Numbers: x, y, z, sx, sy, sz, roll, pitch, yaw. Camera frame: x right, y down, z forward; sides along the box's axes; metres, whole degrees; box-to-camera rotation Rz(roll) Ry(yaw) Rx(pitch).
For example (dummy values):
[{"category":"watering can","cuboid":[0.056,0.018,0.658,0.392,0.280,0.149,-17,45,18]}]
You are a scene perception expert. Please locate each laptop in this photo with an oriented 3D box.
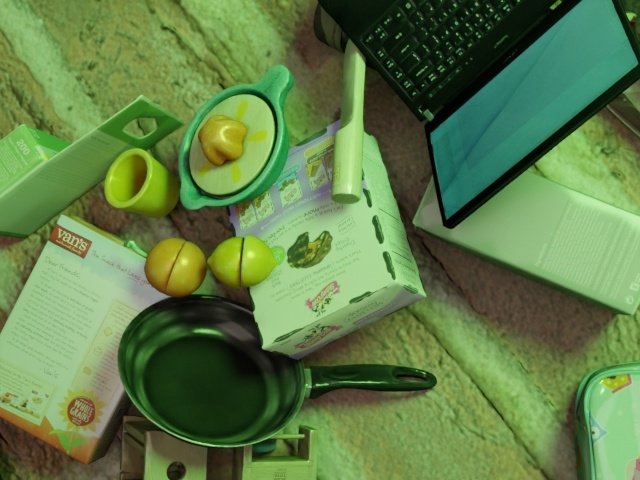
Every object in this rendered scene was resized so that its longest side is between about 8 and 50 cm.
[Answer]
[{"category":"laptop","cuboid":[0.129,-0.191,1.008,0.234,0.136,0.264,-41,88,30]}]

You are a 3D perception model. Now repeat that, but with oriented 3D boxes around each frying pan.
[{"category":"frying pan","cuboid":[-0.059,0.127,1.191,0.326,0.053,0.197,-10,51,-32]}]

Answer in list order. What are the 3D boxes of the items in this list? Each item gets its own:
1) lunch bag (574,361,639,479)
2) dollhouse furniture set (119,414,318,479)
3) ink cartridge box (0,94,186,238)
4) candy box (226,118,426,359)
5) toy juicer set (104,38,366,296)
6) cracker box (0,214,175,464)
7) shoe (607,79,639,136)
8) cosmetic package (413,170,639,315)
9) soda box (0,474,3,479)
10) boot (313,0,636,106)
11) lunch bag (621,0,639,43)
[{"category":"lunch bag","cuboid":[0.375,0.258,1.121,0.224,0.108,0.279,-5,87,5]},{"category":"dollhouse furniture set","cuboid":[-0.113,0.260,1.206,0.184,0.129,0.129,3,88,-21]},{"category":"ink cartridge box","cuboid":[-0.273,-0.090,1.204,0.235,0.171,0.056,-37,82,5]},{"category":"candy box","cuboid":[0.000,0.000,1.158,0.165,0.070,0.196,-27,62,23]},{"category":"toy juicer set","cuboid":[-0.078,-0.065,1.128,0.329,0.089,0.209,-30,56,22]},{"category":"cracker box","cuboid":[-0.263,0.108,1.245,0.156,0.067,0.232,28,92,7]},{"category":"shoe","cuboid":[0.327,-0.150,1.165,0.219,0.076,0.058,44,89,6]},{"category":"cosmetic package","cuboid":[0.222,-0.011,1.150,0.238,0.127,0.107,26,92,7]},{"category":"soda box","cuboid":[-0.370,0.331,1.256,0.060,0.053,0.169,-25,84,6]},{"category":"boot","cuboid":[0.189,-0.285,1.112,0.284,0.138,0.377,41,111,18]},{"category":"lunch bag","cuboid":[0.424,-0.315,1.091,0.256,0.212,0.305,-16,83,-25]}]
